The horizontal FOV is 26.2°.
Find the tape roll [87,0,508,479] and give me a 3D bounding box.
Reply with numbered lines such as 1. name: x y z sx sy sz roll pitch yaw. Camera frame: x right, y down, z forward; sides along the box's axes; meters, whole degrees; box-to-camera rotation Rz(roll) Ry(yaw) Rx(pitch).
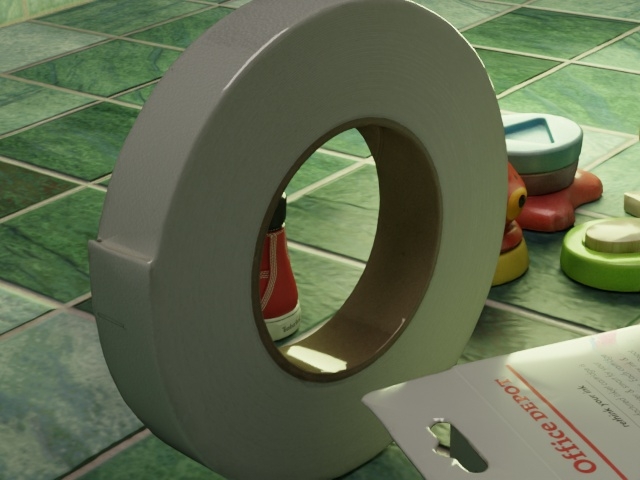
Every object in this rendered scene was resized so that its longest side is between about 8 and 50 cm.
1. tape roll: 0.000 0.000 1.058 0.072 0.392 0.392 20 33 41

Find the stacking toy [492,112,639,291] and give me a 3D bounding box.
1. stacking toy: 0.263 -0.063 1.479 0.279 0.130 0.309 6 26 21

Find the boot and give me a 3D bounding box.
1. boot: -0.131 -0.010 1.360 0.244 0.176 0.088 10 29 31

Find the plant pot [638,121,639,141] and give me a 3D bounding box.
1. plant pot: 0.545 -0.216 1.712 0.284 0.191 0.284 -2 24 1

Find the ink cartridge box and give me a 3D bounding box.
1. ink cartridge box: 0.226 0.163 0.984 0.353 0.119 0.207 -10 25 -17
